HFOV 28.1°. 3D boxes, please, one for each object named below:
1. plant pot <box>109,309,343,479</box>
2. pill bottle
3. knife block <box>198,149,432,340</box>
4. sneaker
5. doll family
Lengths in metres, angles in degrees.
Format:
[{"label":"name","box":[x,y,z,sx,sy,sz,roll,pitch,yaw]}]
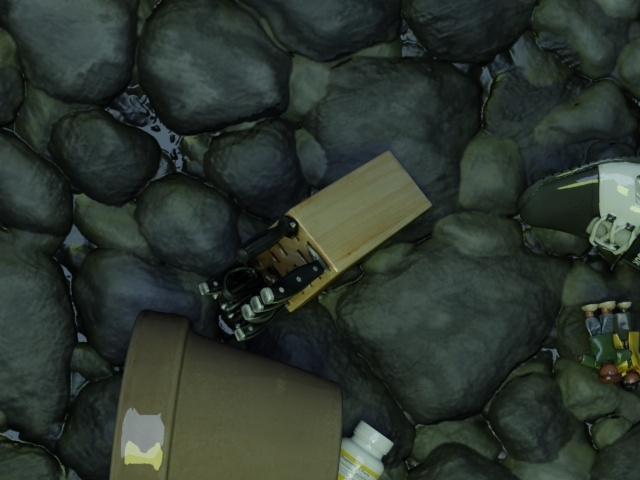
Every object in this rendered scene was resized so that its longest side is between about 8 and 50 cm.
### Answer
[{"label":"plant pot","box":[-0.096,0.213,1.372,0.229,0.263,0.263,5,84,-3]},{"label":"pill bottle","box":[0.032,0.266,1.464,0.065,0.065,0.116,36,84,2]},{"label":"knife block","box":[0.000,0.000,1.400,0.276,0.242,0.088,-37,87,-4]},{"label":"sneaker","box":[0.391,-0.010,1.455,0.331,0.122,0.146,1,68,0]},{"label":"doll family","box":[0.384,0.123,1.481,0.193,0.076,0.111,-8,80,-5]}]
